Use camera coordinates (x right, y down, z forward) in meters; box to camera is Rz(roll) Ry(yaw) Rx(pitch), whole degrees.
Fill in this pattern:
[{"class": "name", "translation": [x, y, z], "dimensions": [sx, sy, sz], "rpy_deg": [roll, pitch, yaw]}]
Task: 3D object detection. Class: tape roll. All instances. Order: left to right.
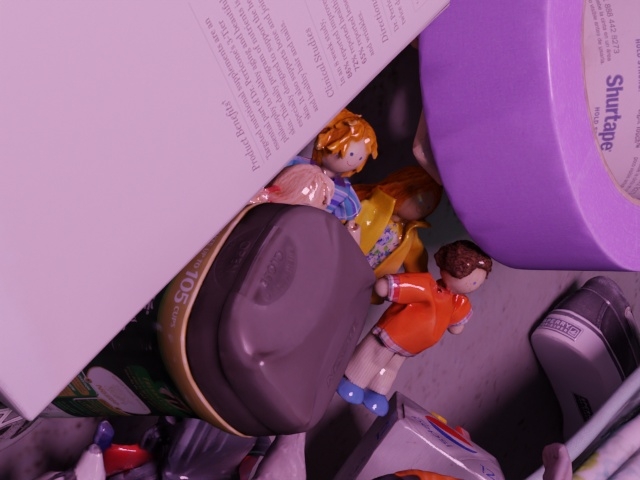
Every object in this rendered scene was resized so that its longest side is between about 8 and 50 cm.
[{"class": "tape roll", "translation": [0.175, -0.116, 0.757], "dimensions": [0.275, 0.090, 0.274], "rpy_deg": [1, 88, -52]}]

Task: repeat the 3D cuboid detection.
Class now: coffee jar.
[{"class": "coffee jar", "translation": [-0.069, 0.034, 0.502], "dimensions": [0.079, 0.184, 0.096], "rpy_deg": [55, 47, -36]}]

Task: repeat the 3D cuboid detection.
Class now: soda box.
[{"class": "soda box", "translation": [0.013, 0.256, 0.814], "dimensions": [0.286, 0.098, 0.091], "rpy_deg": [-56, 180, 6]}]

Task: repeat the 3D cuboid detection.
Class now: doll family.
[{"class": "doll family", "translation": [0.000, 0.000, 0.731], "dimensions": [0.263, 0.118, 0.163], "rpy_deg": [23, 109, -47]}]

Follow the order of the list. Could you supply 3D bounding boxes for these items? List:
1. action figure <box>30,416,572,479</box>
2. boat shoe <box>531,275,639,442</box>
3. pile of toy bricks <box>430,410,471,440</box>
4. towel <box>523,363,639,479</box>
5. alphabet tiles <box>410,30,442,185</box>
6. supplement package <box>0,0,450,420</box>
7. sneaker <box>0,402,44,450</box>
[{"class": "action figure", "translation": [-0.016, 0.165, 0.633], "dimensions": [0.330, 0.178, 0.341], "rpy_deg": [9, 127, -14]}, {"class": "boat shoe", "translation": [0.300, 0.154, 1.144], "dimensions": [0.102, 0.108, 0.301], "rpy_deg": [-46, 130, -20]}, {"class": "pile of toy bricks", "translation": [0.085, 0.264, 0.953], "dimensions": [0.212, 0.105, 0.118], "rpy_deg": [-59, 140, -7]}, {"class": "towel", "translation": [0.234, 0.249, 0.954], "dimensions": [0.374, 0.090, 0.320], "rpy_deg": [-29, 144, -35]}, {"class": "alphabet tiles", "translation": [0.131, -0.145, 0.804], "dimensions": [0.284, 0.021, 0.278], "rpy_deg": [39, 60, -50]}, {"class": "supplement package", "translation": [-0.121, -0.115, 0.455], "dimensions": [0.262, 0.198, 0.199], "rpy_deg": [-46, 136, -22]}, {"class": "sneaker", "translation": [-0.192, 0.081, 0.573], "dimensions": [0.215, 0.084, 0.083], "rpy_deg": [-24, 131, -40]}]
